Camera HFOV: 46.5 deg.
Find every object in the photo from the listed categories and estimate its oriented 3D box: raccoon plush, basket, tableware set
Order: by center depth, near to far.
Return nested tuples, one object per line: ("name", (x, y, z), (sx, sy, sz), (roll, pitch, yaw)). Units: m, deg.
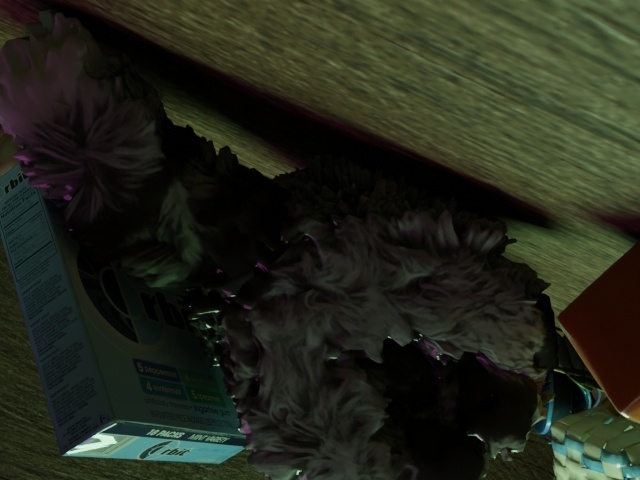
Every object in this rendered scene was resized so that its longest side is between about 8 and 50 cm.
("raccoon plush", (0.000, 0.000, 0.576), (0.446, 0.216, 0.299), (54, -177, -9))
("basket", (0.403, 0.313, 0.844), (0.255, 0.289, 0.201), (-18, -179, -17))
("tableware set", (0.284, 0.140, 0.849), (0.104, 0.024, 0.154), (26, -165, -38))

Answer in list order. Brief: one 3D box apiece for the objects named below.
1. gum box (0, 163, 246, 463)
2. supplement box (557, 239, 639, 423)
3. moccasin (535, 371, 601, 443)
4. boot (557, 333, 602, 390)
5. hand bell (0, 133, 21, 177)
("gum box", (-0.125, 0.051, 0.487), (0.184, 0.041, 0.157), (63, -167, 27))
("supplement box", (0.251, 0.084, 0.441), (0.233, 0.080, 0.078), (27, -155, -31))
("moccasin", (0.504, 0.324, 1.498), (0.117, 0.137, 0.342), (15, -175, 18))
("boot", (0.357, 0.140, 0.696), (0.246, 0.083, 0.161), (24, -177, 39))
("hand bell", (-0.240, -0.092, 0.696), (0.126, 0.126, 0.242), (24, 161, -19))
